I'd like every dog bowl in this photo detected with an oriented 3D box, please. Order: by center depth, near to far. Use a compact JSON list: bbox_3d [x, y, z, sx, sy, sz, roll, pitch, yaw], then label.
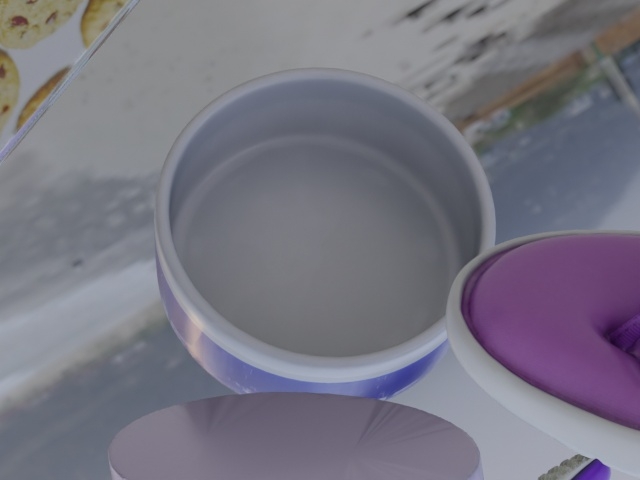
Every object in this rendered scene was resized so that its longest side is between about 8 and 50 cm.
[{"bbox_3d":[0.000,0.000,1.389,0.265,0.265,0.104,-31,160,-20],"label":"dog bowl"}]

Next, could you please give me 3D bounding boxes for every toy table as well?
[{"bbox_3d":[-0.007,0.198,1.067,0.252,0.161,0.274,-17,-166,-29],"label":"toy table"}]

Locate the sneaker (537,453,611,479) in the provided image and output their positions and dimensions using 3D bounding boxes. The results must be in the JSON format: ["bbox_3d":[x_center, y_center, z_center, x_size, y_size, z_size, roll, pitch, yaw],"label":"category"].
[{"bbox_3d":[0.226,0.357,1.790,0.293,0.146,0.102,-50,177,-8],"label":"sneaker"}]

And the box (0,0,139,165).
[{"bbox_3d":[-0.082,-0.151,0.760,0.324,0.067,0.063,-50,-172,-6],"label":"box"}]

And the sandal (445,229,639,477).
[{"bbox_3d":[0.267,0.048,0.792,0.169,0.416,0.102,-71,173,-55],"label":"sandal"}]
